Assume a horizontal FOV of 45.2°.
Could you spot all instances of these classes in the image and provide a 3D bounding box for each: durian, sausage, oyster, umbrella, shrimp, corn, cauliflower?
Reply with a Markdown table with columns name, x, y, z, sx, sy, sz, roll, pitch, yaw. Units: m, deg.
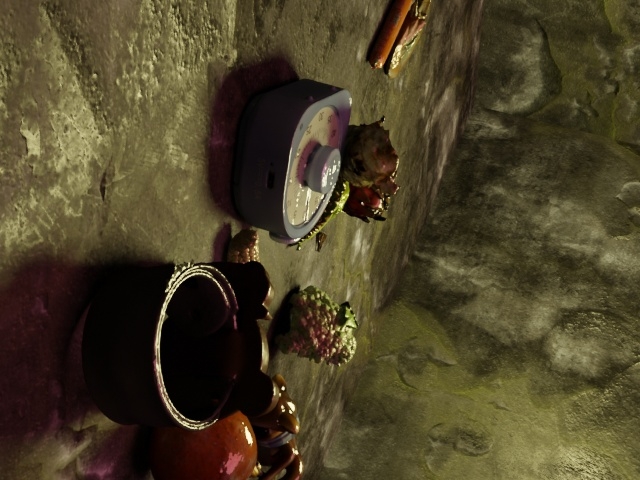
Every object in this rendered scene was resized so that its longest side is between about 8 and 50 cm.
| name | x | y | z | sx | sy | sz | roll | pitch | yaw |
| --- | --- | --- | --- | --- | --- | --- | --- | --- | --- |
| durian | 0.023 | -0.133 | 2.175 | 0.132 | 0.106 | 0.375 | 60 | 54 | -75 |
| sausage | 0.222 | -0.664 | 2.365 | 0.053 | 0.053 | 0.348 | 72 | 39 | -63 |
| oyster | 0.097 | -0.244 | 1.996 | 0.133 | 0.337 | 0.198 | -1 | 116 | -26 |
| umbrella | 0.000 | 0.001 | 2.372 | 0.020 | 0.031 | 0.083 | -107 | -156 | -58 |
| shrimp | 0.278 | -0.654 | 2.472 | 0.168 | 0.077 | 0.317 | -58 | 170 | -40 |
| corn | -0.180 | 0.072 | 1.775 | 0.087 | 0.087 | 0.211 | -53 | 151 | -48 |
| cauliflower | -0.016 | 0.281 | 2.332 | 0.315 | 0.256 | 0.239 | -42 | -159 | 57 |

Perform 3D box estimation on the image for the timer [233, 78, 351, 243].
| name | x | y | z | sx | sy | sz | roll | pitch | yaw |
| --- | --- | --- | --- | --- | --- | --- | --- | --- | --- |
| timer | -0.050 | -0.170 | 1.786 | 0.395 | 0.173 | 0.395 | 17 | 90 | -74 |

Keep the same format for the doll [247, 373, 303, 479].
| name | x | y | z | sx | sy | sz | roll | pitch | yaw |
| --- | --- | --- | --- | --- | --- | --- | --- | --- | --- |
| doll | -0.159 | 0.546 | 2.165 | 0.340 | 0.209 | 0.318 | 91 | -9 | -49 |

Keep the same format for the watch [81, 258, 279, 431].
| name | x | y | z | sx | sy | sz | roll | pitch | yaw |
| --- | --- | --- | --- | --- | --- | --- | --- | --- | --- |
| watch | -0.258 | 0.164 | 1.365 | 0.327 | 0.314 | 0.335 | 40 | 53 | -60 |

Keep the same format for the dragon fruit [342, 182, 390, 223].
| name | x | y | z | sx | sy | sz | roll | pitch | yaw |
| --- | --- | --- | --- | --- | --- | --- | --- | --- | --- |
| dragon fruit | 0.122 | -0.150 | 2.326 | 0.182 | 0.188 | 0.182 | 7 | 90 | -73 |

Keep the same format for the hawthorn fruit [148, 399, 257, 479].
| name | x | y | z | sx | sy | sz | roll | pitch | yaw |
| --- | --- | --- | --- | --- | --- | --- | --- | --- | --- |
| hawthorn fruit | -0.267 | 0.436 | 1.657 | 0.231 | 0.263 | 0.235 | -40 | 177 | 40 |
